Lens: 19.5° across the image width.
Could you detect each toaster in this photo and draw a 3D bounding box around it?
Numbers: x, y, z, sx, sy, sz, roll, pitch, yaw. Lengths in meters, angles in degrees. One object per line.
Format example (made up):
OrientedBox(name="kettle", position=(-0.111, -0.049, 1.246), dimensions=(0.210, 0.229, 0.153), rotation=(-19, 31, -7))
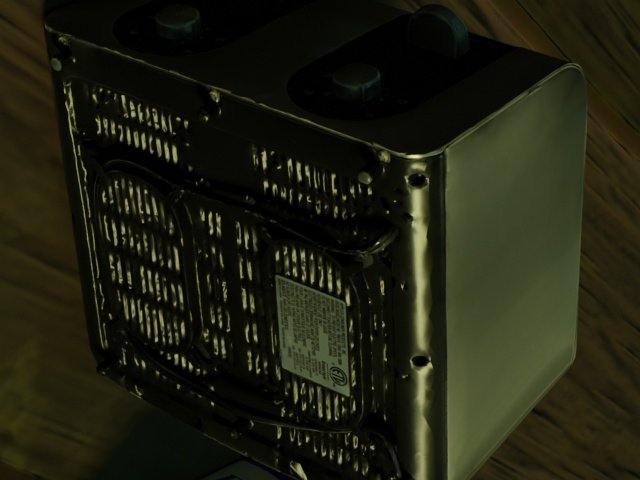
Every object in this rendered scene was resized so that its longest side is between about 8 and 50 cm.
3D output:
OrientedBox(name="toaster", position=(0.000, 0.000, 0.666), dimensions=(0.110, 0.168, 0.185), rotation=(-37, 136, -39))

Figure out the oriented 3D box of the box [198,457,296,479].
OrientedBox(name="box", position=(-0.049, 0.177, 0.791), dimensions=(0.137, 0.072, 0.126), rotation=(-20, 125, -50))
